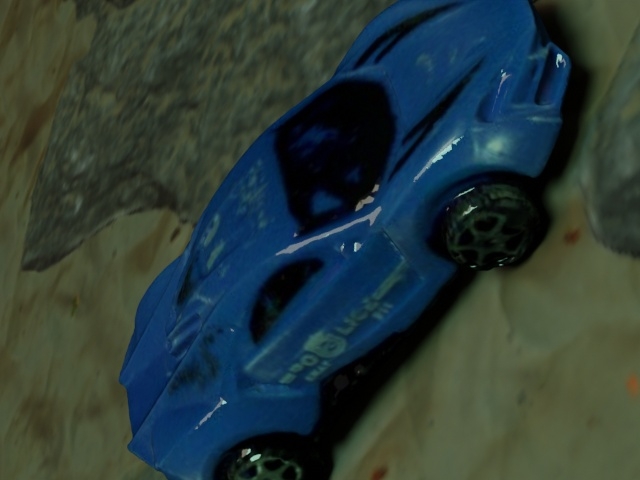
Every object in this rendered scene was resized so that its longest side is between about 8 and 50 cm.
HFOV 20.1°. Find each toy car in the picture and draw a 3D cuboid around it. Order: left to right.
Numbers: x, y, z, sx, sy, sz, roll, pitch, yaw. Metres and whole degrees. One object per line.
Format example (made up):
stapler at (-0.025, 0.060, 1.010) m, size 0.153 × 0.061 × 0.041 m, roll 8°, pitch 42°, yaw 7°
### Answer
toy car at (0.000, 0.000, 0.595) m, size 0.216 × 0.063 × 0.103 m, roll -52°, pitch 33°, yaw 29°
